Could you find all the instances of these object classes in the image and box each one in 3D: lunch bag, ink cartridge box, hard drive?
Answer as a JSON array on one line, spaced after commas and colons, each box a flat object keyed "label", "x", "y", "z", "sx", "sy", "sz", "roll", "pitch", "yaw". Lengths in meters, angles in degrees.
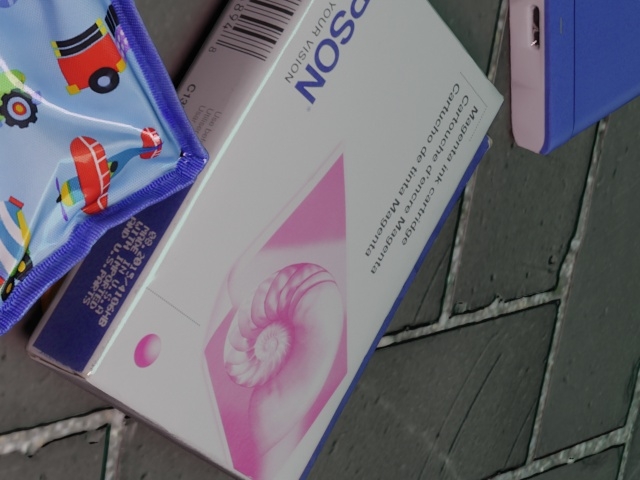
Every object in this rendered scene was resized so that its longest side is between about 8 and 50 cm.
[{"label": "lunch bag", "x": -0.200, "y": -0.137, "z": 0.697, "sx": 0.138, "sy": 0.221, "sz": 0.293, "roll": -42, "pitch": 136, "yaw": -28}, {"label": "ink cartridge box", "x": 0.000, "y": 0.000, "z": 1.111, "sx": 0.330, "sy": 0.071, "sz": 0.324, "roll": 40, "pitch": 75, "yaw": -51}, {"label": "hard drive", "x": 0.264, "y": -0.224, "z": 1.333, "sx": 0.319, "sy": 0.040, "sz": 0.210, "roll": -31, "pitch": 130, "yaw": -35}]

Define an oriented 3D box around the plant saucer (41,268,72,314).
[{"label": "plant saucer", "x": -0.133, "y": 0.026, "z": 1.026, "sx": 0.083, "sy": 0.013, "sz": 0.083, "roll": -24, "pitch": 126, "yaw": -39}]
